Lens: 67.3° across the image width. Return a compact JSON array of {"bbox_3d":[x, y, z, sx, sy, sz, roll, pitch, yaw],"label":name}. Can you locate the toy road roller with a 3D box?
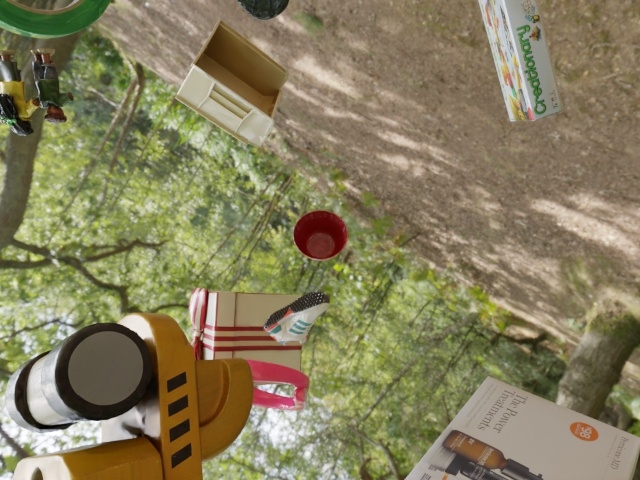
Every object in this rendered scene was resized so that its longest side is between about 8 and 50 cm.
[{"bbox_3d":[-0.196,0.246,0.540,0.240,0.329,0.202,8,155,-43],"label":"toy road roller"}]

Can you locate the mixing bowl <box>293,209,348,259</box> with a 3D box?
[{"bbox_3d":[0.000,0.000,1.624,0.181,0.181,0.098,29,158,13],"label":"mixing bowl"}]

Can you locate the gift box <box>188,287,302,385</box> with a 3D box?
[{"bbox_3d":[-0.215,0.254,1.233,0.258,0.255,0.276,6,167,-28],"label":"gift box"}]

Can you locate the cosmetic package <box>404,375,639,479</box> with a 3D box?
[{"bbox_3d":[0.337,0.416,0.815,0.284,0.097,0.377,18,-148,38],"label":"cosmetic package"}]

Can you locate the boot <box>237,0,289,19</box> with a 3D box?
[{"bbox_3d":[-0.108,-0.403,0.588,0.236,0.085,0.178,57,-160,-31],"label":"boot"}]

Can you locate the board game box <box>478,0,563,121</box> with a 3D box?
[{"bbox_3d":[0.337,-0.363,0.841,0.193,0.053,0.305,-50,-58,-73],"label":"board game box"}]

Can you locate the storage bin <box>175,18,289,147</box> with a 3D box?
[{"bbox_3d":[-0.226,-0.426,1.322,0.260,0.123,0.262,31,-138,-23],"label":"storage bin"}]

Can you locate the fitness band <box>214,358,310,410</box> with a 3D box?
[{"bbox_3d":[-0.127,0.290,0.959,0.209,0.054,0.291,9,153,1],"label":"fitness band"}]

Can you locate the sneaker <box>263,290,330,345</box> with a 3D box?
[{"bbox_3d":[-0.035,0.162,0.966,0.075,0.161,0.057,52,-155,-19],"label":"sneaker"}]

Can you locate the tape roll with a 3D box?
[{"bbox_3d":[-0.596,-0.590,0.987,0.077,0.321,0.321,18,171,47],"label":"tape roll"}]

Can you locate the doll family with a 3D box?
[{"bbox_3d":[-0.419,-0.186,0.632,0.193,0.111,0.076,5,-161,25],"label":"doll family"}]
